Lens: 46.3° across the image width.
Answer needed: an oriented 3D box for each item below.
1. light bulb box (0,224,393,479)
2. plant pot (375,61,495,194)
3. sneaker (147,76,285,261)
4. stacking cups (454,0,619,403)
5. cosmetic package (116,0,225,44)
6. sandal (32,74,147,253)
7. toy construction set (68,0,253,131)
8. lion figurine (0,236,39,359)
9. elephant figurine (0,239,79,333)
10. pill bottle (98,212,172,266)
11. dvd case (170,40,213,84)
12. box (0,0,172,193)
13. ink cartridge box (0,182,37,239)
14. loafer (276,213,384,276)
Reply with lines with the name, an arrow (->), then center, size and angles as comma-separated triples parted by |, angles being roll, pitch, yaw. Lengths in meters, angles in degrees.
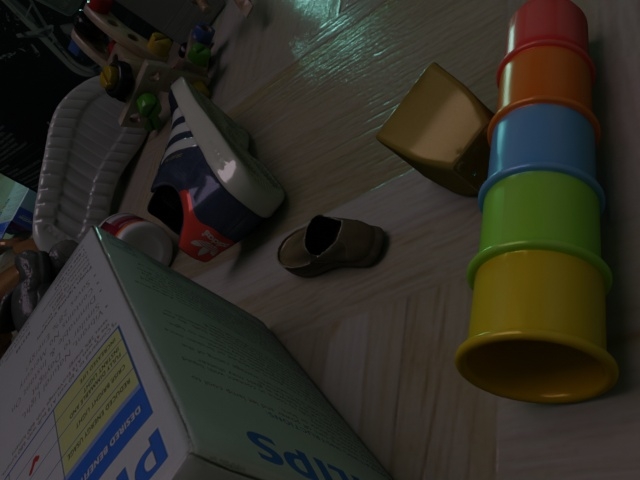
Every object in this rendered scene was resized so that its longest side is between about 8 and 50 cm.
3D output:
light bulb box -> -0.156, 0.235, 0.578 | 0.358, 0.225, 0.361 | -55, 32, 3
plant pot -> 0.115, -0.084, 0.627 | 0.081, 0.081, 0.083 | -52, 41, 9
sneaker -> -0.169, -0.098, 0.985 | 0.148, 0.131, 0.350 | -46, 33, 10
stacking cups -> 0.163, -0.050, 0.525 | 0.096, 0.096, 0.316 | -22, 43, 45
cosmetic package -> -0.318, -0.490, 1.444 | 0.127, 0.238, 0.107 | -49, 32, 13
sandal -> -0.442, -0.142, 1.406 | 0.102, 0.169, 0.416 | 132, 155, -57
toy construction set -> -0.238, -0.303, 1.231 | 0.309, 0.257, 0.237 | -39, 51, 11
lion figurine -> -0.563, 0.096, 1.371 | 0.240, 0.142, 0.392 | 2, 60, 47
elephant figurine -> -0.422, 0.116, 1.168 | 0.239, 0.186, 0.169 | -38, 78, 47
pill bottle -> -0.279, 0.006, 1.095 | 0.152, 0.086, 0.086 | 16, 76, 59
dvd case -> -0.252, -0.349, 1.444 | 0.119, 0.013, 0.087 | -50, 32, 15
box -> -0.611, -0.408, 1.561 | 0.297, 0.471, 0.480 | -13, 53, 50
ink cartridge box -> -0.720, -0.122, 1.859 | 0.185, 0.065, 0.311 | -5, 56, 53
loafer -> 0.000, 0.000, 0.737 | 0.148, 0.050, 0.056 | -13, 52, 50
